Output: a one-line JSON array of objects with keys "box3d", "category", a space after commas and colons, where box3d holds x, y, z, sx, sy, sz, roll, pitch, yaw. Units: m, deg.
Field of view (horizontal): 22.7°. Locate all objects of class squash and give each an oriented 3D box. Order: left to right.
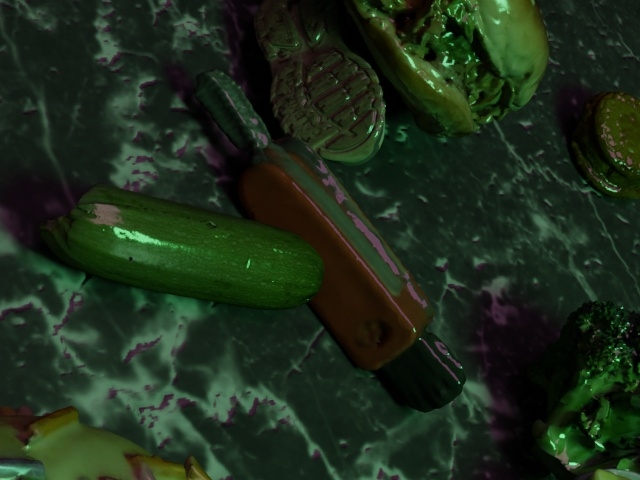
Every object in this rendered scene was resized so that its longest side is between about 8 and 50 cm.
[{"box3d": [-0.096, 0.007, 1.156, 0.238, 0.069, 0.069, 13, 57, -38], "category": "squash"}]

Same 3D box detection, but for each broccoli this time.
[{"box3d": [0.253, 0.141, 1.319, 0.195, 0.195, 0.156, 45, 74, -10], "category": "broccoli"}]

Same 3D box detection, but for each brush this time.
[{"box3d": [0.000, 0.000, 1.248, 0.323, 0.070, 0.051, 53, 41, 3], "category": "brush"}]

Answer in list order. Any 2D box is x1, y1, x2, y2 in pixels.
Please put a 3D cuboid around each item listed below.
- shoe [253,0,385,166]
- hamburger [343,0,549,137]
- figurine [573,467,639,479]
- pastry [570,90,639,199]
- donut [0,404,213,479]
[{"box3d": [0.006, -0.126, 1.318, 0.092, 0.089, 0.180, 50, 16, -59], "category": "shoe"}, {"box3d": [0.088, -0.212, 1.343, 0.243, 0.146, 0.286, 57, 5, 34], "category": "hamburger"}, {"box3d": [0.208, 0.259, 1.189, 0.128, 0.208, 0.184, 27, 83, 0], "category": "figurine"}, {"box3d": [0.295, -0.094, 1.571, 0.097, 0.057, 0.109, -28, 83, -45], "category": "pastry"}, {"box3d": [-0.124, 0.255, 0.884, 0.307, 0.150, 0.371, -9, 65, -57], "category": "donut"}]
